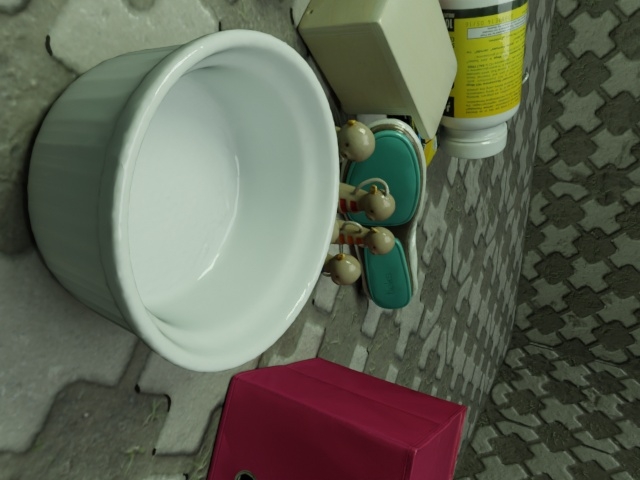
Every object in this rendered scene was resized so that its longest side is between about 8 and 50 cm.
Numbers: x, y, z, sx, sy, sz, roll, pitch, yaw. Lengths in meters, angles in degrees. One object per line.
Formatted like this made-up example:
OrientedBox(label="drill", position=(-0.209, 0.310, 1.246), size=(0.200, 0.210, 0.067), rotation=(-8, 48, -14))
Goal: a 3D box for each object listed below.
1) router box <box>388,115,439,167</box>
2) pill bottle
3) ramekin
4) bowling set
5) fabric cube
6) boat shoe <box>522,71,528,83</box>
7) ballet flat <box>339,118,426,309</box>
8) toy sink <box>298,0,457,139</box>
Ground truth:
OrientedBox(label="router box", position=(0.186, -0.224, 1.012), size=(0.133, 0.046, 0.179), rotation=(-57, 145, -33))
OrientedBox(label="pill bottle", position=(0.309, -0.345, 1.040), size=(0.188, 0.187, 0.334), rotation=(-48, 139, -42))
OrientedBox(label="ramekin", position=(-0.107, -0.038, 0.460), size=(0.277, 0.135, 0.277), rotation=(-29, 126, -52))
OrientedBox(label="bowling set", position=(0.000, 0.000, 0.650), size=(0.200, 0.154, 0.287), rotation=(-67, 149, -20))
OrientedBox(label="fabric cube", position=(0.025, 0.331, 0.712), size=(0.259, 0.258, 0.254), rotation=(13, 90, -61))
OrientedBox(label="boat shoe", position=(0.426, -0.383, 1.265), size=(0.136, 0.156, 0.367), rotation=(-65, 148, -22))
OrientedBox(label="ballet flat", position=(0.111, -0.051, 0.885), size=(0.139, 0.139, 0.400), rotation=(-53, 147, -37))
OrientedBox(label="toy sink", position=(0.090, -0.273, 0.737), size=(0.234, 0.131, 0.153), rotation=(45, 61, -51))
